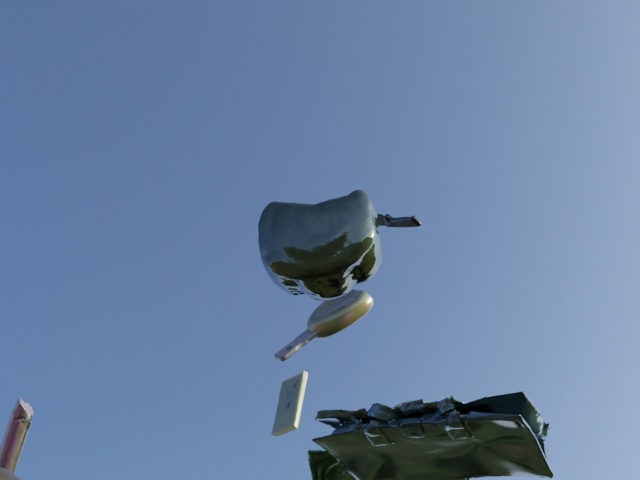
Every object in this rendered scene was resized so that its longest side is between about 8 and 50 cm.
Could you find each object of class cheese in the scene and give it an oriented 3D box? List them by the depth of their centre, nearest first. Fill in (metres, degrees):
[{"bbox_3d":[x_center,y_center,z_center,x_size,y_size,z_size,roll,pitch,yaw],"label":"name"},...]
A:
[{"bbox_3d":[0.000,0.144,1.491,0.192,0.097,0.037,-36,-68,-28],"label":"cheese"}]

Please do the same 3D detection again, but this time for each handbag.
[{"bbox_3d":[0.116,0.201,0.911,0.221,0.057,0.144,-10,-35,25],"label":"handbag"}]

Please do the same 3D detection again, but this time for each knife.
[{"bbox_3d":[0.086,-0.030,1.328,0.010,0.170,0.023,-35,-68,-33],"label":"knife"}]

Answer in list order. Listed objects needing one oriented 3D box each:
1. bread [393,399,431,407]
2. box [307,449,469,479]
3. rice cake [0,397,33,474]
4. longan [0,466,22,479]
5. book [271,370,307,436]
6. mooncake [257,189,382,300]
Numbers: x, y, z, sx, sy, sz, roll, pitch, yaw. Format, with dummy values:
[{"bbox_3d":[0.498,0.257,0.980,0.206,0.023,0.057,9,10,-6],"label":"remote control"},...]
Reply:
[{"bbox_3d":[0.172,0.417,1.708,0.228,0.033,0.229,-10,-73,-34],"label":"bread"},{"bbox_3d":[0.117,0.399,1.528,0.264,0.106,0.337,-3,-43,1],"label":"box"},{"bbox_3d":[-0.689,0.482,1.952,0.049,0.055,0.270,22,-97,-41],"label":"rice cake"},{"bbox_3d":[-0.617,0.570,1.588,0.288,0.288,0.350,-11,-96,1],"label":"longan"},{"bbox_3d":[-0.058,0.302,1.642,0.014,0.111,0.077,27,-35,-25],"label":"book"},{"bbox_3d":[0.000,0.000,1.226,0.168,0.175,0.104,-57,-27,-15],"label":"mooncake"}]
